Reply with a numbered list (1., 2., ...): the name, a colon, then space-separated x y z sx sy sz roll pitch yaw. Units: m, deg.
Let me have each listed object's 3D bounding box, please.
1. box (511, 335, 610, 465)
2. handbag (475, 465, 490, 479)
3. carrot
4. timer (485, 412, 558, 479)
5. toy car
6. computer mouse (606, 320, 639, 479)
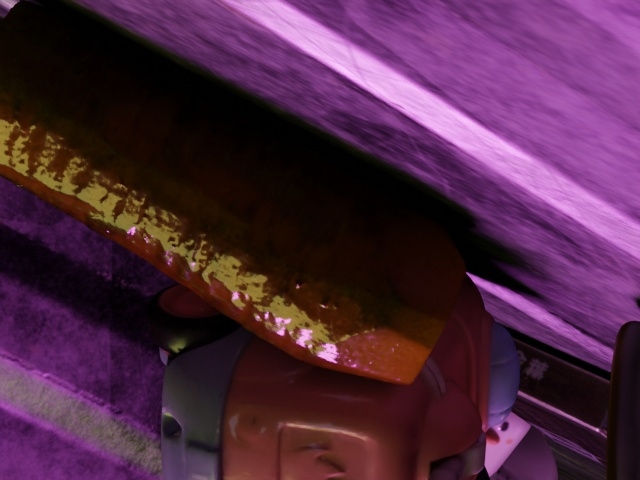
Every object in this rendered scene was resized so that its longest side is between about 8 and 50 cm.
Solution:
1. box: 0.223 0.148 1.660 0.180 0.047 0.325 24 174 32
2. handbag: -0.004 0.163 1.803 0.275 0.178 0.302 15 140 45
3. carrot: -0.062 -0.022 1.120 0.302 0.114 0.114 30 174 -2
4. timer: 0.147 0.204 2.022 0.233 0.240 0.233 29 -155 -15
5. toy car: 0.015 0.097 1.260 0.212 0.180 0.270 7 -153 15
6. computer mouse: 0.257 0.158 1.138 0.072 0.158 0.310 -21 140 41
